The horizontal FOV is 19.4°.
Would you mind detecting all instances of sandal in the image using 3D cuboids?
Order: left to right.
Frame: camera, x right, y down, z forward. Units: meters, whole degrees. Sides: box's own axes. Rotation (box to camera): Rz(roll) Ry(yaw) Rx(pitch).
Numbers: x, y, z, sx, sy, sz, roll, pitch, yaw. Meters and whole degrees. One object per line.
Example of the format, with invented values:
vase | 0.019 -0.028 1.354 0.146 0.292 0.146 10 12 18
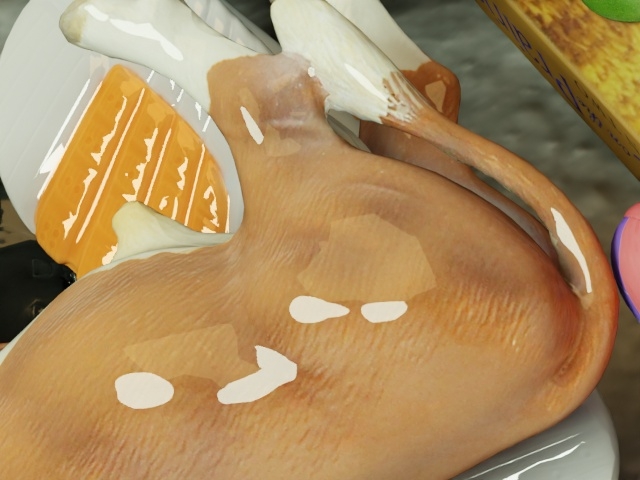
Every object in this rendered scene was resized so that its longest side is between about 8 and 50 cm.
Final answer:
sandal | -0.006 0.009 0.624 0.265 0.076 0.102 44 101 19

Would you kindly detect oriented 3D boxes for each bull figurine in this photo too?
bull figurine | -0.069 0.050 0.546 0.310 0.101 0.188 -30 71 9

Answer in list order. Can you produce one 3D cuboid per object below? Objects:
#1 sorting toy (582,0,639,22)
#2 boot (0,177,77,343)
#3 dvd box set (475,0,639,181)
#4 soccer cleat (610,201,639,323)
sorting toy | 0.122 -0.105 0.584 0.102 0.042 0.061 1 61 30
boot | -0.132 0.022 0.680 0.121 0.045 0.099 -13 54 12
dvd box set | 0.236 -0.096 0.584 0.308 0.062 0.420 -37 50 3
soccer cleat | 0.150 0.068 0.441 0.248 0.083 0.095 35 98 40
